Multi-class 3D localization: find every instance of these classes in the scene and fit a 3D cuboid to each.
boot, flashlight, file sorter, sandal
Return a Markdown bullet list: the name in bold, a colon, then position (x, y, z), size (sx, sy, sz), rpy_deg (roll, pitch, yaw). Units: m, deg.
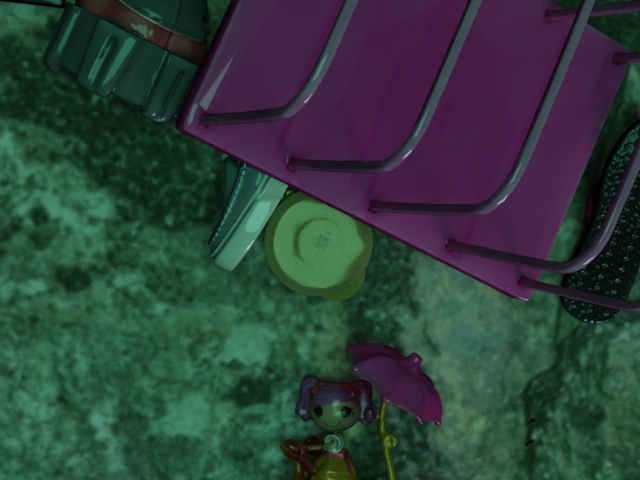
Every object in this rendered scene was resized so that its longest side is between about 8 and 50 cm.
- **boot**: position (-0.052, -0.079, 0.873), size (0.086, 0.069, 0.190), rpy_deg (28, 84, -7)
- **flashlight**: position (-0.074, -0.230, 0.818), size (0.103, 0.103, 0.304), rpy_deg (28, 96, 7)
- **file sorter**: position (0.100, -0.099, 0.792), size (0.290, 0.182, 0.202), rpy_deg (26, 84, -24)
- **sandal**: position (0.229, -0.023, 0.942), size (0.067, 0.040, 0.179), rpy_deg (21, 109, -7)

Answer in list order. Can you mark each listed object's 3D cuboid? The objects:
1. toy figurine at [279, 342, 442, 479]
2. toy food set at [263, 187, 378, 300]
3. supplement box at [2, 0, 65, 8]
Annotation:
- **toy figurine**: position (0.025, 0.154, 0.909), size (0.173, 0.130, 0.159), rpy_deg (0, 84, 15)
- **toy food set**: position (0.000, 0.000, 0.911), size (0.083, 0.020, 0.082), rpy_deg (15, 95, -11)
- **supplement box**: position (-0.207, -0.201, 0.828), size (0.083, 0.056, 0.083), rpy_deg (5, 97, -11)
